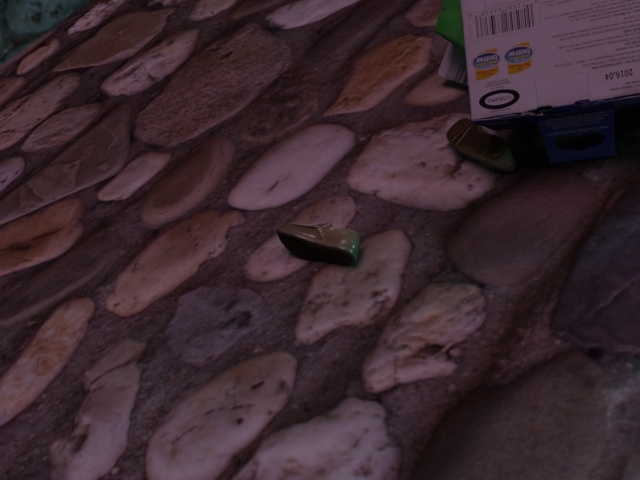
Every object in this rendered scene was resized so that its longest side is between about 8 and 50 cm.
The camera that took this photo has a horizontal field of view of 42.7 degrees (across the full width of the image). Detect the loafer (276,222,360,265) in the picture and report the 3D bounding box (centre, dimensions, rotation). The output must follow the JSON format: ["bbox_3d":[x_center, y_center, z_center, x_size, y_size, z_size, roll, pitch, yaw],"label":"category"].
[{"bbox_3d":[0.000,0.000,1.252,0.148,0.056,0.050,17,54,30],"label":"loafer"}]

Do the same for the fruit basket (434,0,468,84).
[{"bbox_3d":[0.371,-0.389,1.333,0.353,0.326,0.165,26,18,39],"label":"fruit basket"}]

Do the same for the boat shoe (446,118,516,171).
[{"bbox_3d":[0.252,-0.149,1.289,0.056,0.048,0.153,-47,33,-1],"label":"boat shoe"}]

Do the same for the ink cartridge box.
[{"bbox_3d":[0.345,-0.312,1.163,0.270,0.395,0.151,-5,-1,29],"label":"ink cartridge box"}]
